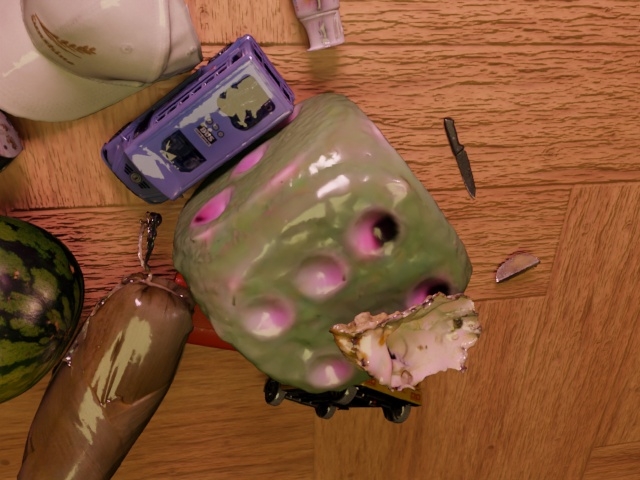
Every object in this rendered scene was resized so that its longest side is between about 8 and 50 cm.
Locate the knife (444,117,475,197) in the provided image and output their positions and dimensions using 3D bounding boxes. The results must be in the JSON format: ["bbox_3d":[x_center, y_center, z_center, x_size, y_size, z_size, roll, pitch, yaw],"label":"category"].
[{"bbox_3d":[0.253,-0.145,0.911,0.023,0.010,0.170,-24,120,8],"label":"knife"}]

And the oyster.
[{"bbox_3d":[0.109,0.121,0.626,0.209,0.072,0.132,-21,119,-25],"label":"oyster"}]

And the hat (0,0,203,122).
[{"bbox_3d":[-0.322,-0.272,0.646,0.301,0.168,0.258,-31,117,5],"label":"hat"}]

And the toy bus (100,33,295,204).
[{"bbox_3d":[-0.183,-0.155,0.738,0.292,0.133,0.125,-33,119,12],"label":"toy bus"}]

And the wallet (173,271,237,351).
[{"bbox_3d":[-0.182,0.142,0.945,0.204,0.045,0.142,14,112,-18],"label":"wallet"}]

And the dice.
[{"bbox_3d":[0.000,0.000,0.752,0.322,0.330,0.318,-37,116,10],"label":"dice"}]

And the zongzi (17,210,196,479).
[{"bbox_3d":[-0.309,0.221,0.757,0.181,0.418,0.447,27,116,-18],"label":"zongzi"}]

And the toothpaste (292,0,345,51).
[{"bbox_3d":[-0.030,-0.428,0.688,0.100,0.066,0.323,-14,113,1],"label":"toothpaste"}]

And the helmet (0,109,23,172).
[{"bbox_3d":[-0.503,-0.148,0.685,0.177,0.153,0.107,-7,93,-40],"label":"helmet"}]

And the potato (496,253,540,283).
[{"bbox_3d":[0.392,0.051,1.025,0.093,0.036,0.037,-33,156,25],"label":"potato"}]

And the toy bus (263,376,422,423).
[{"bbox_3d":[0.033,0.241,0.934,0.145,0.151,0.331,24,153,-26],"label":"toy bus"}]

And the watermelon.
[{"bbox_3d":[-0.496,0.101,0.730,0.285,0.285,0.285,-4,117,-9],"label":"watermelon"}]
